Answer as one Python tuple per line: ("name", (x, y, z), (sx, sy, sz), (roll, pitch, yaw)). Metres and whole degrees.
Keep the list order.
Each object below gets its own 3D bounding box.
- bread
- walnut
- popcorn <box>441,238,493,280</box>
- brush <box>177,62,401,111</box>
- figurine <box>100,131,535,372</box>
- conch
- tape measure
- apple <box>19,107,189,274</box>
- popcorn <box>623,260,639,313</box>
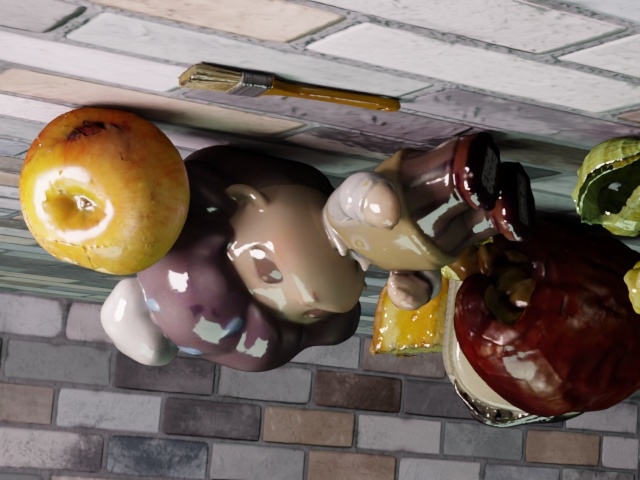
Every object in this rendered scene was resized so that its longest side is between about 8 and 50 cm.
("bread", (0.183, 0.096, 2.049), (0.229, 0.139, 0.143), (2, 177, -42))
("walnut", (0.253, 0.071, 1.636), (0.269, 0.222, 0.244), (33, -171, -45))
("popcorn", (0.174, 0.015, 1.756), (0.083, 0.059, 0.068), (-20, 138, 10))
("brush", (-0.020, -0.109, 1.073), (0.170, 0.014, 0.043), (7, 174, -20))
("figurine", (0.005, 0.019, 1.289), (0.365, 0.206, 0.218), (-1, 170, 37))
("conch", (0.241, -0.045, 1.154), (0.089, 0.074, 0.121), (-31, 161, -22))
("tape measure", (0.295, 0.126, 1.839), (0.271, 0.231, 0.133), (6, 173, -5))
("apple", (-0.181, -0.043, 1.210), (0.146, 0.146, 0.146), (5, 173, 1))
("popcorn", (0.364, 0.037, 1.379), (0.168, 0.173, 0.195), (-27, 180, -13))
